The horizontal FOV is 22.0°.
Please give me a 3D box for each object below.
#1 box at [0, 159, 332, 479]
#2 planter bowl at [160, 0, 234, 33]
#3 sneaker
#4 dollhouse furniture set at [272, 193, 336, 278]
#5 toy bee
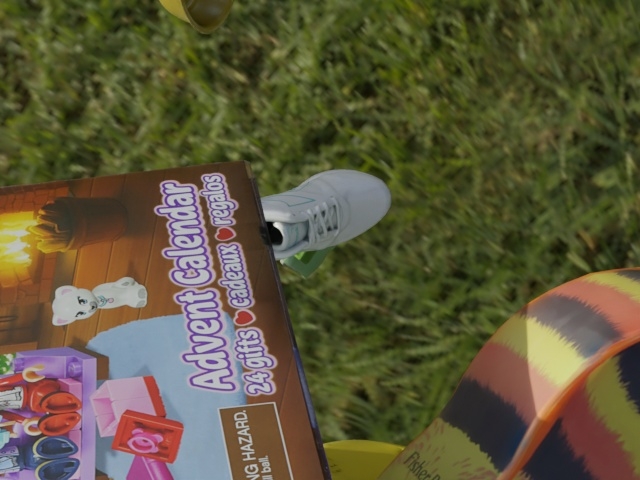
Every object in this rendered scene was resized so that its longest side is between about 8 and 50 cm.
[{"bbox_3d":[-0.093,0.094,0.408,0.201,0.057,0.293,-7,39,-8],"label":"box"},{"bbox_3d":[-0.137,-0.293,1.455,0.090,0.217,0.217,4,81,14],"label":"planter bowl"},{"bbox_3d":[-0.016,-0.010,1.107,0.152,0.061,0.053,-13,109,-22],"label":"sneaker"},{"bbox_3d":[0.000,0.000,1.465,0.058,0.152,0.076,35,90,24],"label":"dollhouse furniture set"},{"bbox_3d":[0.028,0.126,0.483,0.195,0.162,0.298,-8,56,61],"label":"toy bee"}]
